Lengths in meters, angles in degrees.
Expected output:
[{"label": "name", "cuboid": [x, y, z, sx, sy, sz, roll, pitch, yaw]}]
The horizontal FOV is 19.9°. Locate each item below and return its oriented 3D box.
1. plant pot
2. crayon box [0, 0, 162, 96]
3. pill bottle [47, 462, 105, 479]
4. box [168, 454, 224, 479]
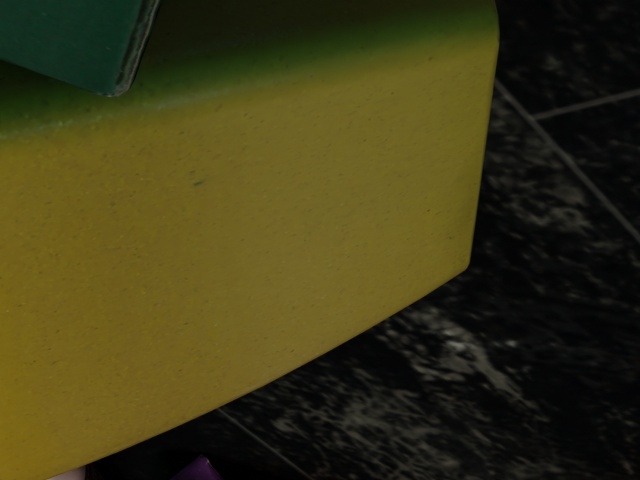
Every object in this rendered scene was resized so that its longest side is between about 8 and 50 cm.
[{"label": "plant pot", "cuboid": [-0.052, -0.065, 0.600, 0.187, 0.212, 0.212, -10, 148, -7]}, {"label": "crayon box", "cuboid": [-0.166, -0.184, 0.462, 0.318, 0.202, 0.081, 20, 149, -7]}, {"label": "pill bottle", "cuboid": [-0.180, 0.165, 1.159, 0.086, 0.086, 0.152, 4, 148, 17]}, {"label": "box", "cuboid": [-0.031, 0.286, 1.222, 0.201, 0.057, 0.293, 44, 158, 22]}]
